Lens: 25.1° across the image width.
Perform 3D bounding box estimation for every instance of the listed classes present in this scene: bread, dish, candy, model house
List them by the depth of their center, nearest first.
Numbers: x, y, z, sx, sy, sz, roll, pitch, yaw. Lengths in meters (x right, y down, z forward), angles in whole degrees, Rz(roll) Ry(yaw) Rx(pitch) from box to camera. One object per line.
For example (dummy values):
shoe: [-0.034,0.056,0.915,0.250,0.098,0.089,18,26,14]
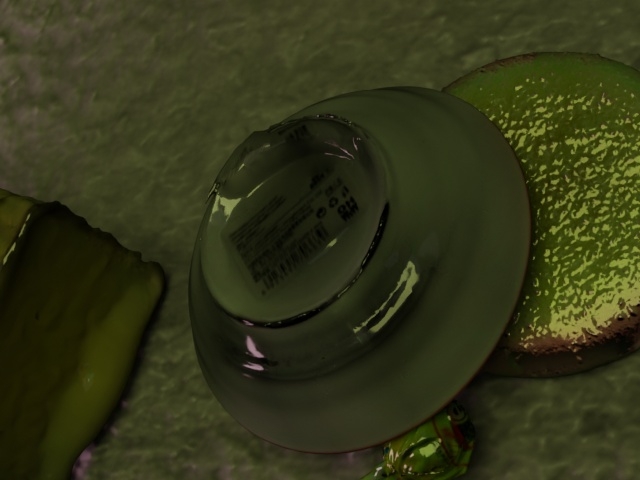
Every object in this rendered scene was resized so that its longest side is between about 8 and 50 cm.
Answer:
candy: [0.021,0.168,0.919,0.194,0.062,0.058,-42,87,15]
dish: [0.000,0.000,0.920,0.260,0.085,0.260,-17,58,29]
bread: [0.140,-0.021,0.933,0.229,0.033,0.228,-6,73,20]
model house: [-0.261,0.045,1.016,0.234,0.175,0.193,22,84,36]
